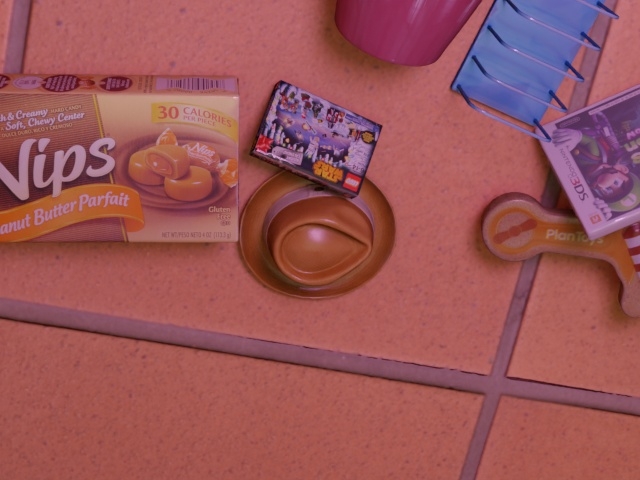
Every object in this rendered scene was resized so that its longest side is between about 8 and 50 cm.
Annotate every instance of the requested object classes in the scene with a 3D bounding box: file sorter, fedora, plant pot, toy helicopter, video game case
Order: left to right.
[{"bbox_3d":[0.000,0.000,1.631,0.194,0.079,0.194,-2,112,-5],"label":"fedora"},{"bbox_3d":[0.103,-0.297,1.469,0.201,0.201,0.180,15,125,-11],"label":"plant pot"},{"bbox_3d":[0.246,-0.214,1.552,0.118,0.104,0.170,22,109,-13],"label":"file sorter"},{"bbox_3d":[0.372,-0.020,1.630,0.355,0.140,0.235,5,112,-1],"label":"toy helicopter"},{"bbox_3d":[0.368,-0.103,1.578,0.190,0.173,0.022,-23,142,4],"label":"video game case"}]

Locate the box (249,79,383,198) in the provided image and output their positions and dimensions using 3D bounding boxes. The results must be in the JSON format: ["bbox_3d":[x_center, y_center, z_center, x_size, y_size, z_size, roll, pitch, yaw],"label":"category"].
[{"bbox_3d":[-0.005,-0.118,1.588,0.137,0.027,0.094,22,77,-14],"label":"box"}]

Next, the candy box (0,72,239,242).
[{"bbox_3d":[-0.251,-0.095,1.566,0.316,0.087,0.183,0,112,-4],"label":"candy box"}]
